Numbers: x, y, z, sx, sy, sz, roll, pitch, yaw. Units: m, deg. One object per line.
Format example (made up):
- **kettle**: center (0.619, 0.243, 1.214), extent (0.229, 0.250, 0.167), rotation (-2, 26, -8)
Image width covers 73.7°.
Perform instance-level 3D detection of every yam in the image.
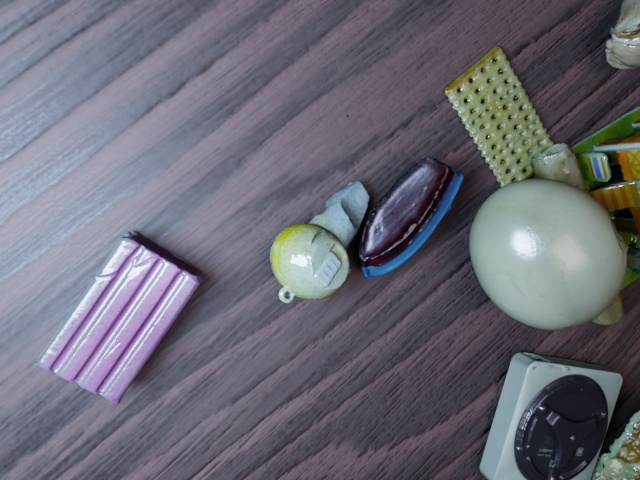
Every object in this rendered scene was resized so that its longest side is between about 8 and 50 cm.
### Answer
- **yam**: center (0.482, -0.004, 0.791), extent (0.083, 0.083, 0.372), rotation (-32, 110, -11)

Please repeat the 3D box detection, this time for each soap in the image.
- **soap**: center (-0.267, 0.101, 0.582), extent (0.122, 0.065, 0.203), rotation (36, 86, -19)

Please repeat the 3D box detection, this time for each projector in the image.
- **projector**: center (0.464, 0.366, 0.844), extent (0.256, 0.079, 0.260), rotation (13, 96, -20)

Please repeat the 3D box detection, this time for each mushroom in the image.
- **mushroom**: center (0.658, -0.449, 0.768), extent (0.396, 0.126, 0.178), rotation (-28, 114, -15)

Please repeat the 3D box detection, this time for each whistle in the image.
- **whistle**: center (0.000, 0.000, 0.645), extent (0.123, 0.122, 0.223), rotation (42, 65, -18)

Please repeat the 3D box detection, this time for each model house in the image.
- **model house**: center (0.650, -0.042, 0.726), extent (0.242, 0.313, 0.358), rotation (-28, 106, -10)

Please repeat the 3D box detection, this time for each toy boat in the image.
- **toy boat**: center (0.138, -0.032, 0.686), extent (0.223, 0.100, 0.097), rotation (-52, 146, 0)

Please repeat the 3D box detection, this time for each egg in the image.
- **egg**: center (0.361, 0.024, 0.690), extent (0.269, 0.219, 0.219), rotation (41, 85, -21)

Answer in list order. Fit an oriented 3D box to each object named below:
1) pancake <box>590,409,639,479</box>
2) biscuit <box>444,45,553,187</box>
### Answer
- **pancake**: center (0.716, 0.417, 0.892), extent (0.376, 0.054, 0.198), rotation (-24, 99, 5)
- **biscuit**: center (0.324, -0.208, 0.752), extent (0.139, 0.016, 0.232), rotation (-40, 107, -7)
